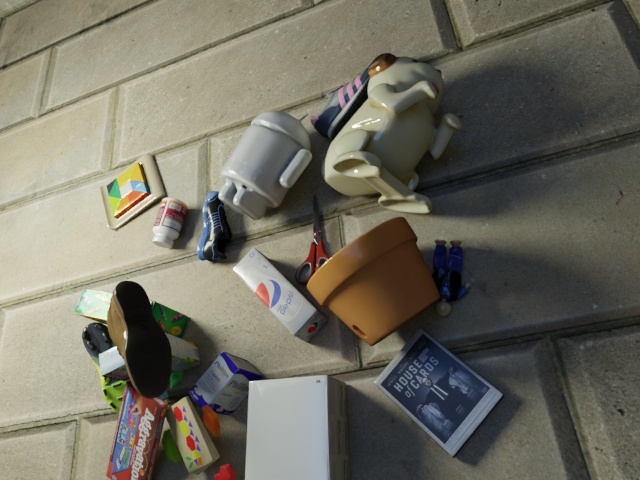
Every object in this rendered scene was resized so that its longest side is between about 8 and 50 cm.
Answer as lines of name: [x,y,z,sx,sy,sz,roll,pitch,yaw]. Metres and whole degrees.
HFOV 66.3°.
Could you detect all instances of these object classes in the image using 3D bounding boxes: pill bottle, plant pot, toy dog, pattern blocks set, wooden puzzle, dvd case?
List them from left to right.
wooden puzzle: [-0.686,-0.181,1.757,0.239,0.044,0.221,-31,59,7]
pill bottle: [-0.494,-0.056,1.596,0.086,0.086,0.152,3,68,24]
pattern blocks set: [-0.323,0.492,1.231,0.285,0.026,0.324,-30,79,40]
plant pot: [0.142,0.110,1.158,0.291,0.291,0.203,-36,74,4]
toy dog: [0.200,-0.308,1.345,0.395,0.285,0.408,1,64,63]
dvd case: [0.267,0.343,1.130,0.239,0.029,0.179,38,85,31]

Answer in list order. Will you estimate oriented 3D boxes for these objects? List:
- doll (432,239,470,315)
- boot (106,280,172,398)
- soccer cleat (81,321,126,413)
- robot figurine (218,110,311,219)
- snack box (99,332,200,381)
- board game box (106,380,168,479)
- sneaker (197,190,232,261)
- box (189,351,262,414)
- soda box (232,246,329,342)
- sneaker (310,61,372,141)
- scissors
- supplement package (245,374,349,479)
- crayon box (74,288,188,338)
doll: [0.307,0.094,1.215,0.129,0.046,0.189,3,74,14]
boot: [-0.453,0.256,1.207,0.115,0.112,0.305,-46,58,32]
soccer cleat: [-0.618,0.375,1.457,0.093,0.121,0.289,-26,76,-18]
robot figurine: [-0.159,-0.239,1.471,0.300,0.200,0.353,20,76,35]
snack box: [-0.460,0.325,1.338,0.174,0.207,0.070,-26,60,9]
board game box: [-0.489,0.532,1.299,0.145,0.027,0.281,19,99,28]
sneaker: [-0.316,-0.045,1.525,0.090,0.081,0.232,0,74,20]
box: [-0.243,0.373,1.272,0.072,0.126,0.137,37,85,32]
soda box: [-0.112,0.145,1.338,0.091,0.098,0.286,-47,59,-2]
sneaker: [0.091,-0.459,1.518,0.131,0.112,0.319,36,83,28]
scissors: [0.000,0.000,1.406,0.109,0.021,0.297,2,67,26]
supplement package: [-0.051,0.462,1.141,0.204,0.145,0.261,-10,63,18]
crayon box: [-0.558,0.221,1.451,0.278,0.165,0.081,5,69,24]
